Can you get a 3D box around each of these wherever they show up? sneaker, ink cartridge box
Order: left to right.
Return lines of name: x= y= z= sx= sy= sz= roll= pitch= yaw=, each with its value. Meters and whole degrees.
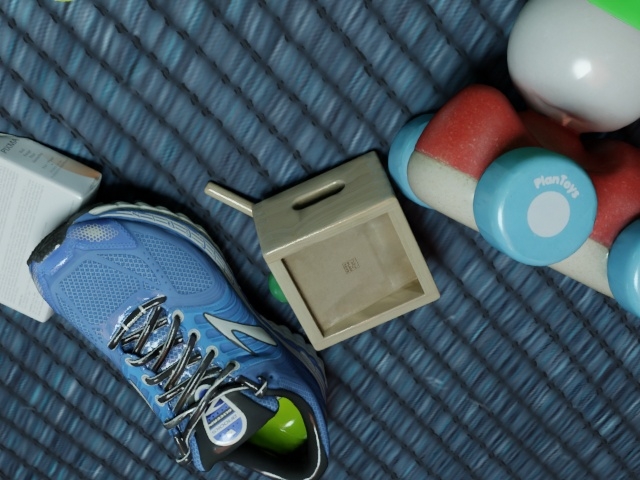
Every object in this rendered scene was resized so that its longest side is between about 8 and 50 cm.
ink cartridge box: x=-0.279 y=-0.029 z=0.983 sx=0.179 sy=0.045 sz=0.145 roll=27 pitch=126 yaw=2
sneaker: x=-0.094 y=0.093 z=0.977 sx=0.130 sy=0.147 sz=0.330 roll=-42 pitch=124 yaw=12

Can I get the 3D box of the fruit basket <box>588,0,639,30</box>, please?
fruit basket: x=0.205 y=-0.292 z=0.623 sx=0.392 sy=0.392 sz=0.283 roll=4 pitch=128 yaw=-3

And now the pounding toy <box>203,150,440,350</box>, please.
pounding toy: x=0.000 y=0.000 z=0.970 sx=0.141 sy=0.100 sz=0.130 roll=-24 pitch=126 yaw=5

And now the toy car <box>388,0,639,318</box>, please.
toy car: x=0.194 y=-0.094 z=0.853 sx=0.210 sy=0.219 sz=0.238 roll=24 pitch=96 yaw=-18
